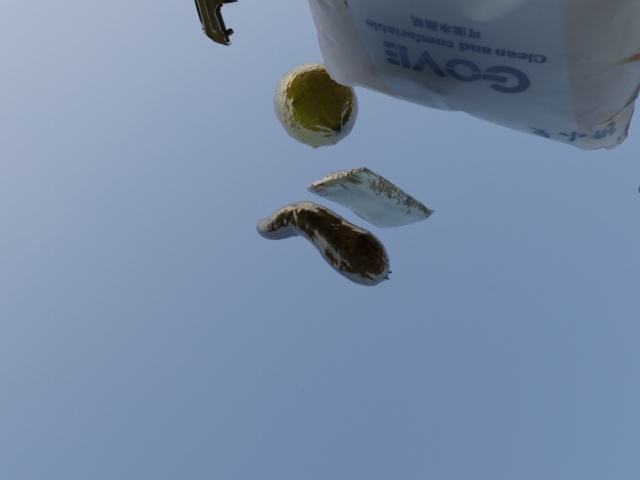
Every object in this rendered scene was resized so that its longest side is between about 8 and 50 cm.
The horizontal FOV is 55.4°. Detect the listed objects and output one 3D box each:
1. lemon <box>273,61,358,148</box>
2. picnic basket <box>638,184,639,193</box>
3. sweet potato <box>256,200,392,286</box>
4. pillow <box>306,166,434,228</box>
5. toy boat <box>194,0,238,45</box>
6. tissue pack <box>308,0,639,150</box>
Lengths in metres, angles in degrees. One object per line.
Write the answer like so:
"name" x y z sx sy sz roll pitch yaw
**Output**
"lemon" -0.011 -0.322 1.453 0.192 0.192 0.231 -33 -129 -9
"picnic basket" 0.837 -0.054 1.215 0.321 0.291 0.254 -4 -136 -7
"sweet potato" 0.001 -0.006 0.863 0.233 0.062 0.081 25 -80 30
"pillow" 0.092 -0.072 1.076 0.128 0.229 0.050 -13 -115 39
"toy boat" -0.221 -0.521 1.271 0.088 0.068 0.225 -9 -68 9
"tissue pack" 0.147 -0.252 0.590 0.376 0.390 0.195 26 -101 24
